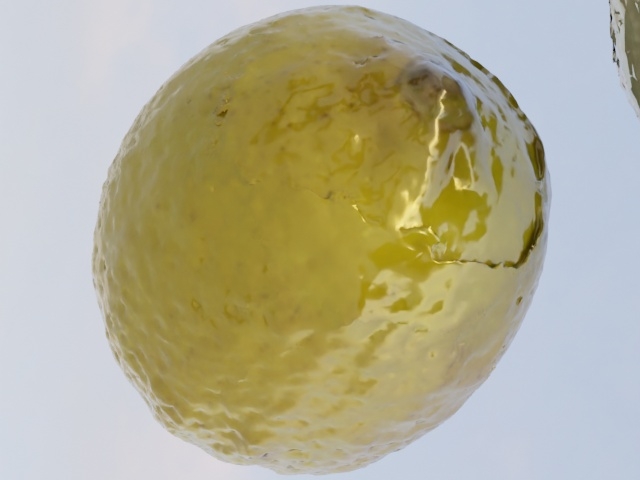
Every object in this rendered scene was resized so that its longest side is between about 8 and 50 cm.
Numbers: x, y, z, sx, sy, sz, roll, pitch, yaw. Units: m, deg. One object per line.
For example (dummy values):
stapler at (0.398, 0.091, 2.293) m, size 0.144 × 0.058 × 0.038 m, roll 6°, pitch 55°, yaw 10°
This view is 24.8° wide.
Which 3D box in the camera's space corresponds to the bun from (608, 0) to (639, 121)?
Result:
bun at (0.220, -0.116, 0.487) m, size 0.259 × 0.259 × 0.152 m, roll 45°, pitch -18°, yaw 46°

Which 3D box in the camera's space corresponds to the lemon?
lemon at (0.000, 0.003, 0.583) m, size 0.180 × 0.181 × 0.193 m, roll 38°, pitch -53°, yaw 49°
